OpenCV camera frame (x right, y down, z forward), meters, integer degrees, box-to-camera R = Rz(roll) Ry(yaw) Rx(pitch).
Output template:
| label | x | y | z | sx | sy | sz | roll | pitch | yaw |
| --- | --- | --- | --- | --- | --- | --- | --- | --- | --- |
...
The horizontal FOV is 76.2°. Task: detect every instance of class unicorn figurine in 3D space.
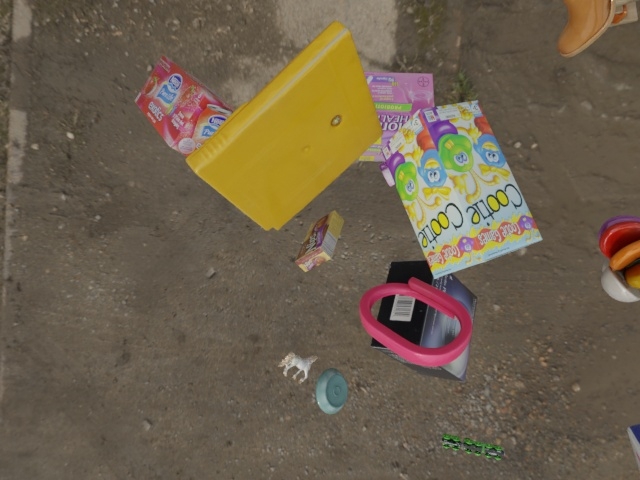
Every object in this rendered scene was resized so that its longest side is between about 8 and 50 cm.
| label | x | y | z | sx | sy | sz | roll | pitch | yaw |
| --- | --- | --- | --- | --- | --- | --- | --- | --- | --- |
| unicorn figurine | -0.069 | 0.439 | 1.437 | 0.111 | 0.060 | 0.162 | -57 | 138 | -11 |

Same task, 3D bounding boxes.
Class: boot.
| label | x | y | z | sx | sy | sz | roll | pitch | yaw |
| --- | --- | --- | --- | --- | --- | --- | --- | --- | --- |
| boot | 0.371 | -0.380 | 0.607 | 0.152 | 0.197 | 0.073 | 7 | 52 | -8 |

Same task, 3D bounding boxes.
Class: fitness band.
| label | x | y | z | sx | sy | sz | roll | pitch | yaw |
| --- | --- | --- | --- | --- | --- | --- | --- | --- | --- |
| fitness band | 0.234 | 0.197 | 1.032 | 0.209 | 0.291 | 0.054 | -36 | 133 | -28 |

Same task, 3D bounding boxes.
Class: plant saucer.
| label | x | y | z | sx | sy | sz | roll | pitch | yaw |
| --- | --- | --- | --- | --- | --- | --- | --- | --- | --- |
| plant saucer | 0.038 | 0.410 | 1.112 | 0.119 | 0.021 | 0.119 | 14 | 68 | -40 |

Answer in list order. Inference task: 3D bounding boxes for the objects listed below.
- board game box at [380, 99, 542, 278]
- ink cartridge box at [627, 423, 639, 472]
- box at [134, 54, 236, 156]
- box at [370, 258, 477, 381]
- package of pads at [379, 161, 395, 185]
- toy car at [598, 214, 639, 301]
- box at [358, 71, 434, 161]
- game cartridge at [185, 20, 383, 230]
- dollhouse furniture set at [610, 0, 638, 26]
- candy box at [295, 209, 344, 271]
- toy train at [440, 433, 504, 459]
| label | x | y | z | sx | sy | sz | roll | pitch | yaw |
| --- | --- | --- | --- | --- | --- | --- | --- | --- | --- |
| board game box | 0.247 | -0.090 | 0.749 | 0.142 | 0.144 | 0.275 | -16 | 79 | -24 |
| ink cartridge box | 0.525 | 0.470 | 0.510 | 0.071 | 0.324 | 0.330 | -21 | 109 | 19 |
| box | -0.264 | -0.262 | 0.838 | 0.122 | 0.257 | 0.128 | -52 | 140 | 9 |
| box | 0.345 | 0.254 | 1.305 | 0.294 | 0.183 | 0.296 | 36 | 61 | -37 |
| package of pads | 0.246 | -0.243 | 1.490 | 0.032 | 0.050 | 0.083 | -27 | 132 | 14 |
| toy car | 0.589 | 0.016 | 0.763 | 0.136 | 0.182 | 0.159 | 49 | 126 | 14 |
| box | 0.226 | -0.373 | 1.240 | 0.214 | 0.117 | 0.242 | 2 | 77 | -1 |
| game cartridge | -0.041 | -0.177 | 0.746 | 0.324 | 0.285 | 0.052 | -41 | 62 | 1 |
| dollhouse furniture set | 0.577 | -0.549 | 0.707 | 0.135 | 0.262 | 0.259 | -7 | 87 | 12 |
| candy box | 0.000 | 0.000 | 1.235 | 0.109 | 0.186 | 0.053 | -30 | 114 | 36 |
| toy train | 0.211 | 0.286 | 0.569 | 0.083 | 0.024 | 0.017 | 4 | 85 | 18 |
